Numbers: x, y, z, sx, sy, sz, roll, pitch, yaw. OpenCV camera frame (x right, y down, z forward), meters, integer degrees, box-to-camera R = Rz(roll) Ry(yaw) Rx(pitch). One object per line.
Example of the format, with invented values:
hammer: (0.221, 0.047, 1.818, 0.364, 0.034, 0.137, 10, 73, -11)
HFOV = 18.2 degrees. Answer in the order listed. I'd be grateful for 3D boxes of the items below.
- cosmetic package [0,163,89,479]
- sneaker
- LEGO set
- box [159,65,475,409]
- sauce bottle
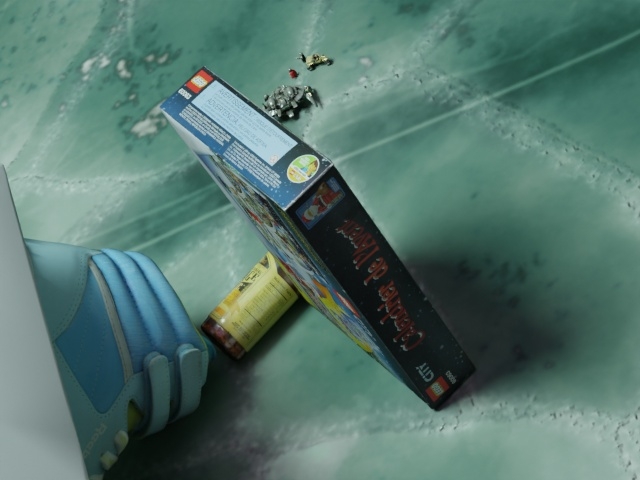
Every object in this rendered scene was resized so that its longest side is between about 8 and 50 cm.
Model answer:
cosmetic package: (-0.253, 0.180, 1.278, 0.284, 0.097, 0.377, -42, 58, 44)
sneaker: (-0.166, 0.151, 1.417, 0.127, 0.208, 0.319, 6, 95, 53)
LEGO set: (-0.026, -0.122, 1.608, 0.054, 0.023, 0.083, -7, 52, 29)
box: (0.000, 0.000, 1.341, 0.044, 0.233, 0.159, -44, 44, -8)
sauce bottle: (-0.033, 0.031, 1.477, 0.128, 0.042, 0.042, -47, 44, -11)
